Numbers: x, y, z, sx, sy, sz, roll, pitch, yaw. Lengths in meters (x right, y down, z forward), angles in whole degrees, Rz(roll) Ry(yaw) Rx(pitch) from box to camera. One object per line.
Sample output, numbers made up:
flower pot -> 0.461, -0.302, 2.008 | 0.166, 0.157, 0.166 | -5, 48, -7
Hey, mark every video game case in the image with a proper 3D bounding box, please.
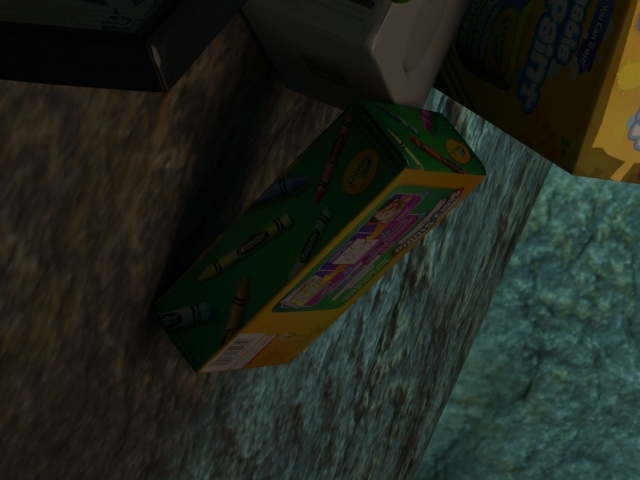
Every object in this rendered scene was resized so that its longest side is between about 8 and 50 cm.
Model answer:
video game case -> -0.132, -0.169, 0.971 | 0.248, 0.275, 0.035 | -54, 139, -39

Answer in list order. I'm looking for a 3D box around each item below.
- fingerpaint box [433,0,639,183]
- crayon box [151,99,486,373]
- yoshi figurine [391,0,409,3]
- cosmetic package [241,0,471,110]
fingerpaint box -> 0.257, -0.323, 1.806 | 0.163, 0.371, 0.445 | 5, 111, -33
crayon box -> 0.000, 0.000, 1.680 | 0.278, 0.081, 0.165 | -45, 160, 21
yoshi figurine -> 0.083, -0.295, 1.488 | 0.203, 0.362, 0.203 | -123, -140, -59
cosmetic package -> 0.050, -0.247, 1.667 | 0.224, 0.138, 0.224 | -63, 163, -10
